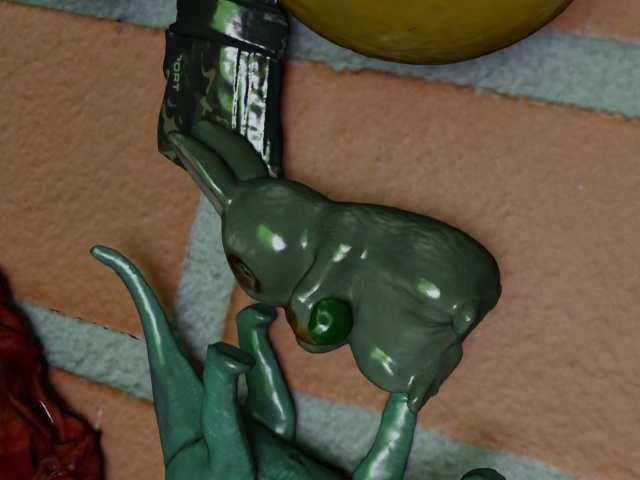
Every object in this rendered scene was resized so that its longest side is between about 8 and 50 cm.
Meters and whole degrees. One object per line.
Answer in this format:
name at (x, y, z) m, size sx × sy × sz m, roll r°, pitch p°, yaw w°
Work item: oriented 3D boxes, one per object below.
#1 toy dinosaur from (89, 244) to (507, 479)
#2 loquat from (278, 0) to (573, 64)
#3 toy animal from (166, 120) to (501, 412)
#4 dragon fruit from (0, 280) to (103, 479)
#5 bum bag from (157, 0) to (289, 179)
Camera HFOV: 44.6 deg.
toy dinosaur at (-0.049, 0.228, 0.539) m, size 0.383 × 0.129 × 0.331 m, roll 25°, pitch 104°, yaw 17°
loquat at (0.060, -0.216, 0.445) m, size 0.243 × 0.244 × 0.244 m, roll -1°, pitch 88°, yaw 17°
toy animal at (0.002, 0.010, 0.514) m, size 0.236 × 0.138 × 0.108 m, roll 29°, pitch 122°, yaw 25°
dragon fruit at (-0.312, 0.134, 0.600) m, size 0.330 × 0.240 × 0.302 m, roll 21°, pitch 66°, yaw -5°
bum bag at (-0.066, -0.152, 0.561) m, size 0.102 × 0.069 × 0.248 m, roll 6°, pitch 92°, yaw 1°
